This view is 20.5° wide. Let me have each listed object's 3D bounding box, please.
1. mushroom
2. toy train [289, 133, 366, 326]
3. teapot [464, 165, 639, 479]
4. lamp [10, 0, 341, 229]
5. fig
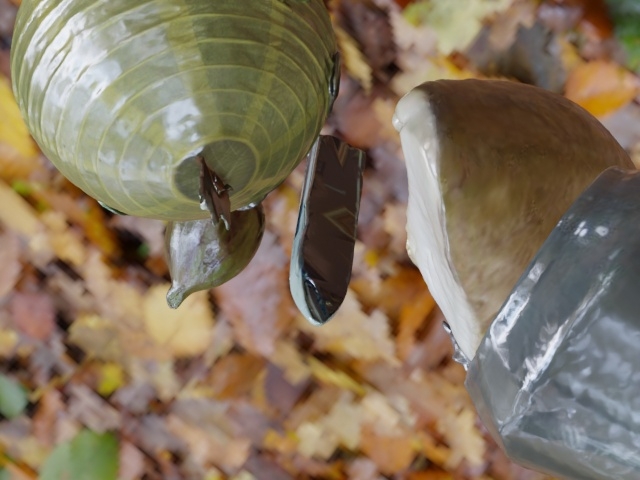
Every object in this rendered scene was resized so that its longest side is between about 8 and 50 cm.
[{"bbox_3d":[0.239,-0.064,2.089,0.224,0.313,0.397,61,177,32],"label":"mushroom"},{"bbox_3d":[0.000,0.000,1.587,0.055,0.252,0.048,25,128,-13],"label":"toy train"},{"bbox_3d":[0.316,0.156,1.528,0.362,0.376,0.305,34,159,13],"label":"teapot"},{"bbox_3d":[-0.101,-0.118,1.308,0.250,0.250,0.284,78,173,-48],"label":"lamp"},{"bbox_3d":[-0.123,0.002,1.868,0.109,0.155,0.103,36,177,-22],"label":"fig"}]
